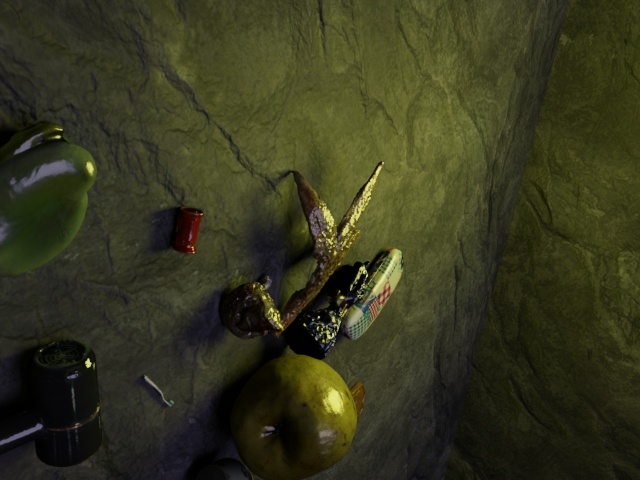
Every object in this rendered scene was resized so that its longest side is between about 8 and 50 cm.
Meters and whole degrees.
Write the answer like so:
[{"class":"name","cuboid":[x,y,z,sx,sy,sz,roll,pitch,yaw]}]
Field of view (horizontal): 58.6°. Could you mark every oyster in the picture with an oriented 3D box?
[{"class":"oyster","cuboid":[-0.141,0.126,1.332,0.051,0.034,0.093,76,33,-66]}]

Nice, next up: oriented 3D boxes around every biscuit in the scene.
[{"class":"biscuit","cuboid":[0.100,0.609,1.984,0.182,0.034,0.215,-27,130,-46]}]

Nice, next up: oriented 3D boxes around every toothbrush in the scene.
[{"class":"toothbrush","cuboid":[-0.334,0.311,1.173,0.013,0.011,0.131,-40,141,-18]}]

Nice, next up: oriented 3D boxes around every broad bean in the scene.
[{"class":"broad bean","cuboid":[-0.401,-0.053,0.774,0.169,0.100,0.228,7,104,-50]}]

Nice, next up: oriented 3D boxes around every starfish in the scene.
[{"class":"starfish","cuboid":[0.009,0.003,1.410,0.384,0.132,0.398,-46,146,-39]}]

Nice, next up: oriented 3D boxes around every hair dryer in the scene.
[{"class":"hair dryer","cuboid":[-0.499,0.286,0.841,0.352,0.107,0.189,-17,120,-45]}]

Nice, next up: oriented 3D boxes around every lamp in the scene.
[{"class":"lamp","cuboid":[-0.228,0.603,1.412,0.121,0.121,0.215,-58,156,-15]}]

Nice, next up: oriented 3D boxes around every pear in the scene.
[{"class":"pear","cuboid":[-0.063,0.427,1.407,0.304,0.303,0.304,-34,135,-42]}]

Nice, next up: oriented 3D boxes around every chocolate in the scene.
[{"class":"chocolate","cuboid":[0.050,0.168,1.555,0.343,0.126,0.148,-46,156,-33]}]

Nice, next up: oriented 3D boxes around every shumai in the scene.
[{"class":"shumai","cuboid":[-0.154,0.162,1.258,0.123,0.105,0.139,-22,101,-16]}]

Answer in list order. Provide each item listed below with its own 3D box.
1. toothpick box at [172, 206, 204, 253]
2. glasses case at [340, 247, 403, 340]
[{"class":"toothpick box","cuboid":[-0.249,-0.018,1.068,0.047,0.047,0.083,-5,114,-55]},{"class":"glasses case","cuboid":[0.163,0.163,1.768,0.327,0.076,0.125,-53,144,-24]}]
